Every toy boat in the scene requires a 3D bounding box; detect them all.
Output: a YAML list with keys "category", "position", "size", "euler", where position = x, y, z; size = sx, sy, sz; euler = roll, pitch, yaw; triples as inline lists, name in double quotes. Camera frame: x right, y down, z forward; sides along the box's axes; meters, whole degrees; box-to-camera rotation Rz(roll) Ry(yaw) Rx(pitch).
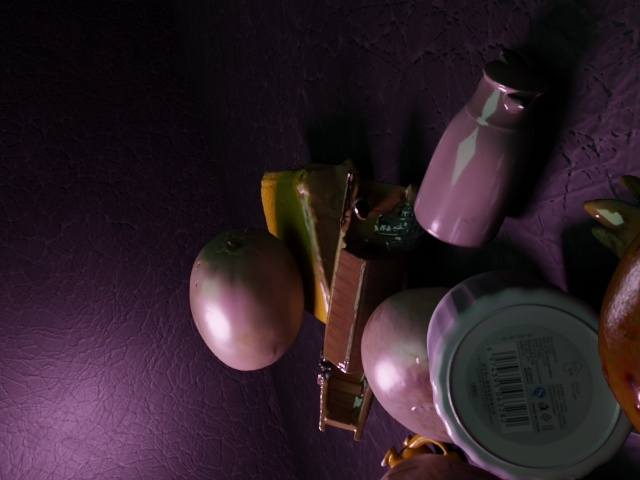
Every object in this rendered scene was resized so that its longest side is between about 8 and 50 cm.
- category: "toy boat"
  position: [0.072, 0.116, 0.810]
  size: [0.162, 0.135, 0.446]
  euler: [-62, -18, -71]

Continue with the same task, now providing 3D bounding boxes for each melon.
- category: "melon"
  position: [-0.142, 0.116, 0.999]
  size: [0.223, 0.222, 0.317]
  euler: [-125, 25, -46]

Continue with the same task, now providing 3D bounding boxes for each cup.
- category: "cup"
  position: [0.205, 0.109, 0.460]
  size: [0.202, 0.220, 0.167]
  euler: [10, -108, -75]

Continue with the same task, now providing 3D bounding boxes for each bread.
- category: "bread"
  position: [0.000, 0.000, 1.055]
  size: [0.333, 0.143, 0.324]
  euler: [-161, 58, -68]

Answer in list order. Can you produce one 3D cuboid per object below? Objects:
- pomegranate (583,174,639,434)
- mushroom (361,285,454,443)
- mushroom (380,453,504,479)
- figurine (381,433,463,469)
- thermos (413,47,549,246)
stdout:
- category: "pomegranate"
  position: [0.251, 0.031, 0.288]
  size: [0.198, 0.198, 0.246]
  euler: [102, 152, -52]
- category: "mushroom"
  position: [0.166, 0.160, 0.682]
  size: [0.226, 0.178, 0.227]
  euler: [25, 138, 24]
- category: "mushroom"
  position: [0.201, 0.371, 0.598]
  size: [0.290, 0.292, 0.293]
  euler: [-56, 46, 33]
- category: "figurine"
  position: [0.206, 0.413, 0.876]
  size: [0.176, 0.121, 0.122]
  euler: [51, 124, 24]
- category: "thermos"
  position: [0.177, -0.108, 0.559]
  size: [0.137, 0.104, 0.193]
  euler: [-79, -1, -47]
